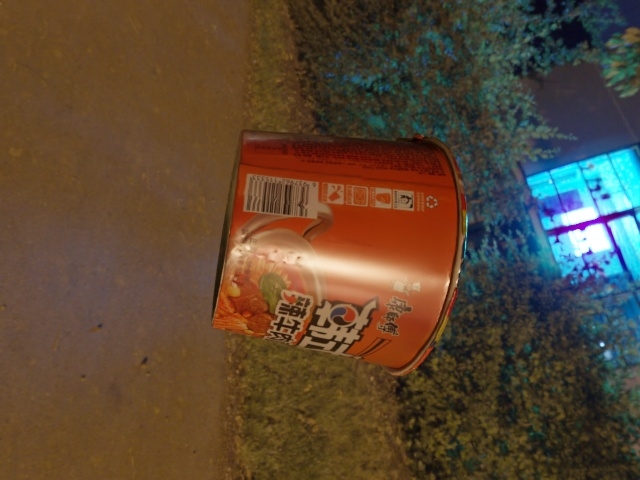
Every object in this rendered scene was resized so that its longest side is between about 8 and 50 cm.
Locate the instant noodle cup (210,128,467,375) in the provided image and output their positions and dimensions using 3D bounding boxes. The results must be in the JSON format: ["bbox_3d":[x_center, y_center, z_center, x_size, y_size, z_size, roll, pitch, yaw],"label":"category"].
[{"bbox_3d":[0.000,0.000,0.516,0.250,0.192,0.250,-171,-90,-77],"label":"instant noodle cup"}]
